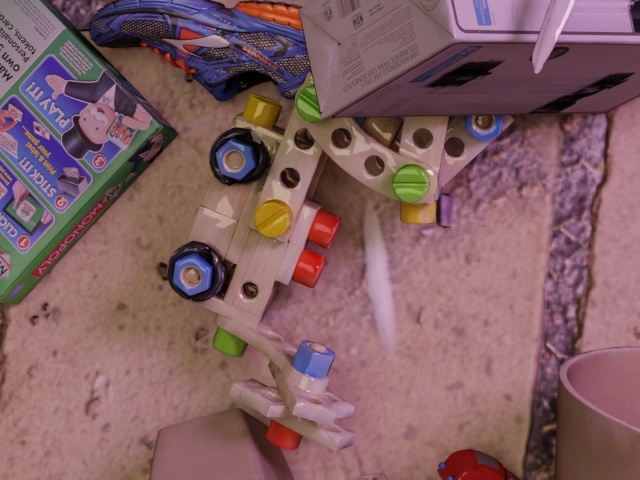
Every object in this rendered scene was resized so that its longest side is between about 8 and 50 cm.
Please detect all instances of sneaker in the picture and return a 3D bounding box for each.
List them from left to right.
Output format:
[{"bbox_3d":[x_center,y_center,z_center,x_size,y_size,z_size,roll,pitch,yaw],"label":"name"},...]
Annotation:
[{"bbox_3d":[-0.097,-0.163,1.415,0.221,0.083,0.087,7,93,20],"label":"sneaker"}]

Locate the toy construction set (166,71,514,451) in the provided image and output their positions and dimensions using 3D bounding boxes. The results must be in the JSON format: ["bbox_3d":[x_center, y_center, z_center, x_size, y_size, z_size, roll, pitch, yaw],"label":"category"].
[{"bbox_3d":[0.000,0.000,1.339,0.215,0.151,0.328,22,88,4],"label":"toy construction set"}]

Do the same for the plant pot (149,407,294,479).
[{"bbox_3d":[-0.081,0.197,1.356,0.109,0.109,0.096,-17,66,13],"label":"plant pot"}]

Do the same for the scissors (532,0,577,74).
[{"bbox_3d":[0.204,-0.242,1.080,0.109,0.021,0.297,10,79,-11],"label":"scissors"}]

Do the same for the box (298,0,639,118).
[{"bbox_3d":[0.152,-0.157,1.215,0.169,0.290,0.087,-26,73,52],"label":"box"}]

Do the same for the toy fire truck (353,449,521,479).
[{"bbox_3d":[0.054,0.228,1.305,0.135,0.047,0.192,38,95,-17],"label":"toy fire truck"}]

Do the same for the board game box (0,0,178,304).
[{"bbox_3d":[-0.307,-0.128,1.485,0.213,0.046,0.317,-46,74,7],"label":"board game box"}]

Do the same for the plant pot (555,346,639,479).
[{"bbox_3d":[0.276,0.245,1.193,0.256,0.256,0.274,12,103,17],"label":"plant pot"}]
